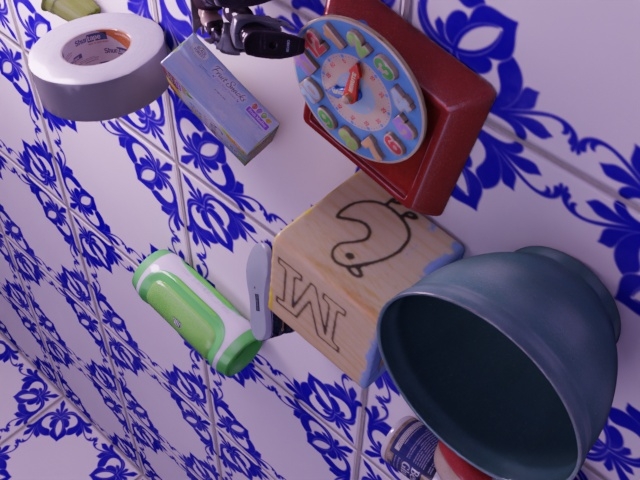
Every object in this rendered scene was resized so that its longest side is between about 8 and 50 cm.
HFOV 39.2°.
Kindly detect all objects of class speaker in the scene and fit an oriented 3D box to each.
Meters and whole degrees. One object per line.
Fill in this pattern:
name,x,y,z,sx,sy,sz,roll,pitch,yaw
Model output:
speaker,-0.263,0.151,1.911,0.296,0.131,0.131,41,149,19

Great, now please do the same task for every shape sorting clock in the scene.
shape sorting clock,0.043,-0.180,1.102,0.206,0.040,0.206,35,147,27

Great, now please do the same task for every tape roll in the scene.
tape roll,-0.354,-0.284,1.456,0.219,0.219,0.072,31,145,33

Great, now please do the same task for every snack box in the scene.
snack box,-0.145,-0.199,1.321,0.174,0.070,0.207,46,177,-5

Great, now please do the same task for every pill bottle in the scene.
pill bottle,0.196,0.387,1.561,0.169,0.094,0.094,31,145,32

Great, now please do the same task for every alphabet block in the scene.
alphabet block,0.060,0.056,1.289,0.197,0.192,0.193,38,146,21

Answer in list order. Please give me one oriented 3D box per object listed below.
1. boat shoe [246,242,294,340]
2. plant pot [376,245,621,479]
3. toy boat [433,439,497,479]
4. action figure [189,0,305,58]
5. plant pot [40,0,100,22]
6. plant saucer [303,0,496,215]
boat shoe,-0.086,0.091,1.667,0.065,0.083,0.183,12,106,48
plant pot,0.243,0.129,1.104,0.293,0.196,0.293,36,148,27
toy boat,0.289,0.330,1.338,0.231,0.151,0.151,22,-172,3
action figure,-0.113,-0.319,1.163,0.285,0.099,0.185,-125,24,-55
plant pot,-0.432,-0.412,1.578,0.079,0.083,0.083,38,150,-1
plant saucer,0.077,-0.170,1.157,0.259,0.048,0.258,41,149,16
